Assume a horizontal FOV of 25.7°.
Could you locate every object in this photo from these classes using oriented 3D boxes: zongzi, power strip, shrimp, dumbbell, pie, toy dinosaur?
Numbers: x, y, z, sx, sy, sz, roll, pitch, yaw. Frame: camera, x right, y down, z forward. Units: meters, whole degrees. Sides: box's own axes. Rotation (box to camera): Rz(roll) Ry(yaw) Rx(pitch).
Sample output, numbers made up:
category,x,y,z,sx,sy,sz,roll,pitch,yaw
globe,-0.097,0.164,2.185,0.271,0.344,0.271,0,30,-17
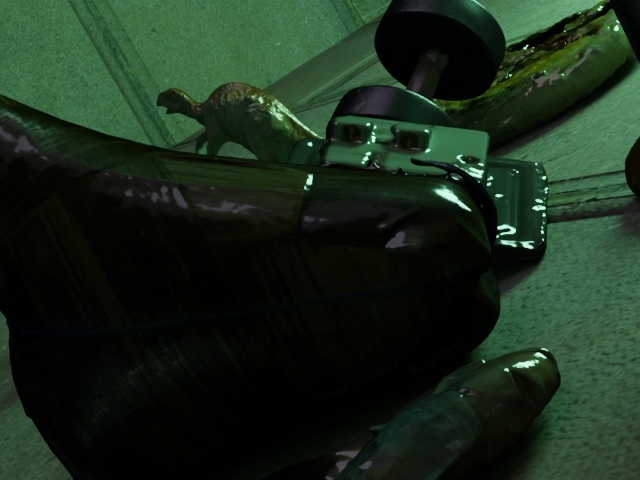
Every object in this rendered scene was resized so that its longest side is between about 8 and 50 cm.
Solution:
category,x,y,z,sx,sy,sz,roll,pitch,yaw
zongzi,-0.101,-0.042,1.077,0.403,0.432,0.208,-24,10,15
power strip,0.087,-0.064,1.306,0.257,0.092,0.251,6,14,6
shrimp,0.031,0.144,0.875,0.178,0.075,0.289,-28,10,49
dumbbell,0.111,-0.170,1.613,0.152,0.152,0.218,-16,41,48
pie,0.268,-0.214,1.768,0.339,0.077,0.339,-27,12,6
toy dinosaur,-0.059,-0.124,1.960,0.393,0.205,0.092,2,21,32

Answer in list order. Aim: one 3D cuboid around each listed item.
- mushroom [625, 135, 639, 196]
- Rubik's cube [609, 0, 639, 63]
category,x,y,z,sx,sy,sz,roll,pitch,yaw
mushroom,0.308,-0.080,1.189,0.123,0.052,0.123,-32,12,8
Rubik's cube,0.350,-0.182,0.824,0.344,0.337,0.344,-26,14,18
